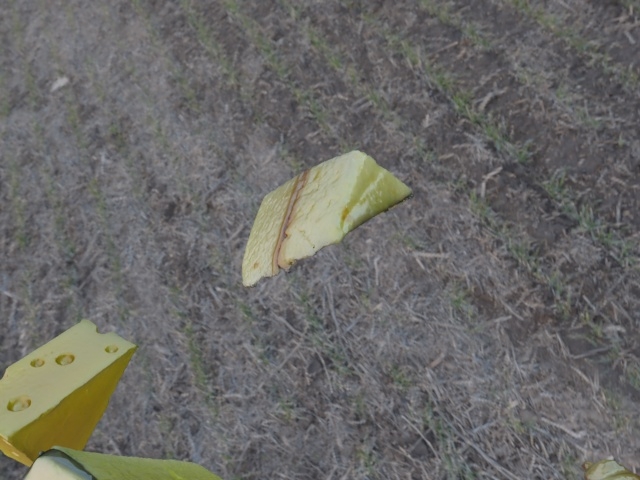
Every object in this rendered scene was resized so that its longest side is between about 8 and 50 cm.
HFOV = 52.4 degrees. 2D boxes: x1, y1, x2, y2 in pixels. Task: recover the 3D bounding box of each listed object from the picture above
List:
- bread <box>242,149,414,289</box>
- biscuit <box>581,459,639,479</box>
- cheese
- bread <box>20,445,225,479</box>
[{"bbox_3d":[0.000,0.000,0.931,0.240,0.135,0.178,-23,41,47],"label":"bread"},{"bbox_3d":[0.370,0.321,0.710,0.061,0.118,0.183,-42,84,13],"label":"biscuit"},{"bbox_3d":[-0.298,0.166,0.748,0.093,0.126,0.171,19,53,24],"label":"cheese"},{"bbox_3d":[-0.154,0.304,0.597,0.168,0.264,0.163,18,78,29],"label":"bread"}]
